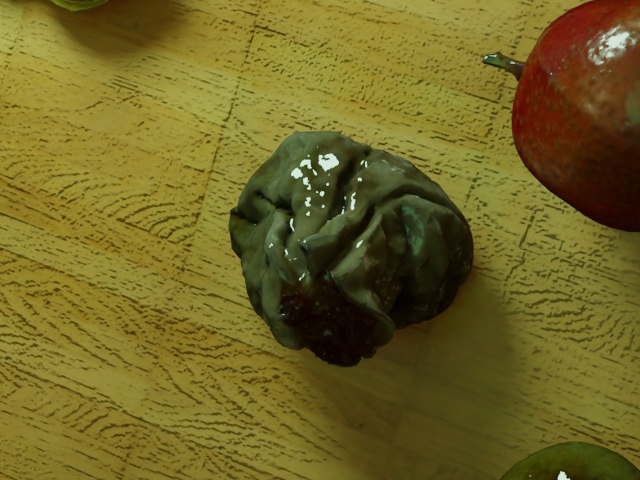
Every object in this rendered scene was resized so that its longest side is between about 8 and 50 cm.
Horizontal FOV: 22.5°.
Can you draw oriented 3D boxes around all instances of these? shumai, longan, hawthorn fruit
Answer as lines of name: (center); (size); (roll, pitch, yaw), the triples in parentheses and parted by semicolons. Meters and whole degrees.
shumai: (0.003, -0.002, 1.387); (0.218, 0.185, 0.184); (40, 104, 17)
longan: (0.197, 0.240, 1.321); (0.145, 0.176, 0.155); (11, 79, 36)
hawthorn fruit: (0.230, -0.112, 1.300); (0.225, 0.196, 0.197); (25, 99, 30)

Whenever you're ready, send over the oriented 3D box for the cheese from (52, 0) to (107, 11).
cheese: (-0.257, -0.299, 1.559); (0.250, 0.064, 0.157); (4, 91, 32)
